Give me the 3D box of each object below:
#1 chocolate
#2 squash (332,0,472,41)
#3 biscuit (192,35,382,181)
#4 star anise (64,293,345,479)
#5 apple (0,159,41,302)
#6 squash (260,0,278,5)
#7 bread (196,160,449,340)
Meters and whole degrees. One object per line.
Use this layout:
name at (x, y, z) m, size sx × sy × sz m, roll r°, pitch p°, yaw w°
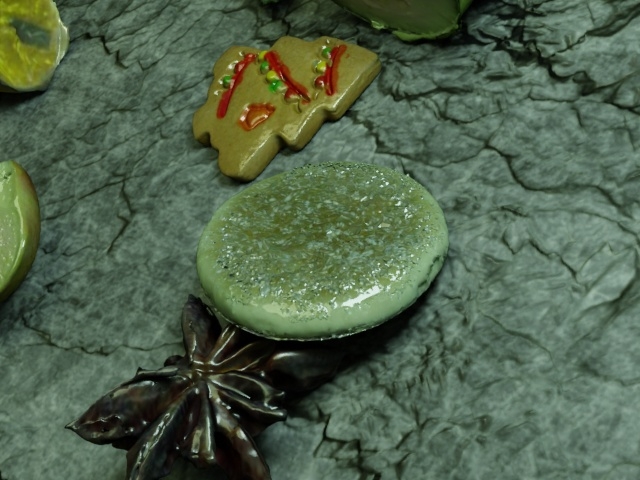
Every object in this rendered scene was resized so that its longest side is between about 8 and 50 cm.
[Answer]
chocolate at (-0.563, -0.284, 1.929) m, size 0.446 × 0.162 × 0.162 m, roll 5°, pitch 59°, yaw 34°
squash at (0.134, -0.443, 1.596) m, size 0.263 × 0.263 × 0.384 m, roll 17°, pitch 66°, yaw 37°
biscuit at (-0.043, -0.174, 1.634) m, size 0.239 × 0.041 × 0.212 m, roll -20°, pitch 47°, yaw 16°
star anise at (-0.108, 0.152, 1.367) m, size 0.212 × 0.129 × 0.282 m, roll 11°, pitch 53°, yaw 28°
apple at (-0.431, 0.029, 1.645) m, size 0.265 × 0.120 × 0.193 m, roll -15°, pitch 63°, yaw 22°
squash at (-0.063, -0.387, 1.790) m, size 0.077 × 0.068 × 0.219 m, roll -9°, pitch 52°, yaw 17°
bread at (0.000, 0.000, 1.417) m, size 0.267 × 0.040 × 0.267 m, roll -6°, pitch 39°, yaw 5°
